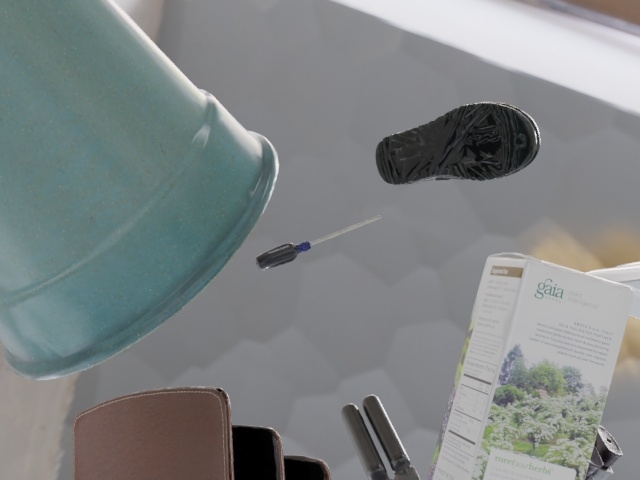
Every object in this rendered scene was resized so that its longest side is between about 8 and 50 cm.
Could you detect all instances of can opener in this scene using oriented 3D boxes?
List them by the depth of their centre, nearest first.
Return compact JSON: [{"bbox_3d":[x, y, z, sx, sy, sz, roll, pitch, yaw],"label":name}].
[{"bbox_3d":[0.105,0.356,1.716,0.076,0.283,0.095,-22,125,-4],"label":"can opener"}]

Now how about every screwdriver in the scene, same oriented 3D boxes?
[{"bbox_3d":[0.000,0.000,1.397,0.025,0.170,0.024,-154,-136,-79],"label":"screwdriver"}]

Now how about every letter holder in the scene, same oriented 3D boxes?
[{"bbox_3d":[-0.142,0.277,1.292,0.152,0.302,0.214,5,74,-43],"label":"letter holder"}]

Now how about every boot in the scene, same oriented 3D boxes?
[{"bbox_3d":[0.221,-0.127,1.458,0.207,0.246,0.094,-13,93,-45],"label":"boot"}]

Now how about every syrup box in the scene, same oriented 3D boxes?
[{"bbox_3d":[0.161,0.135,0.908,0.096,0.093,0.237,176,-71,-78],"label":"syrup box"}]

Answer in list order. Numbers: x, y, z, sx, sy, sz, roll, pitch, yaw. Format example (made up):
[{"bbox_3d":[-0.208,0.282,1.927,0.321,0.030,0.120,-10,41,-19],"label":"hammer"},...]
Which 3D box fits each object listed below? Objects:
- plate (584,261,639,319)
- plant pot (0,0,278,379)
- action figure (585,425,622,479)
[{"bbox_3d":[0.477,0.075,1.360,0.277,0.278,0.045,-13,-121,69],"label":"plate"},{"bbox_3d":[-0.270,-0.107,1.066,0.341,0.341,0.334,-53,121,-28],"label":"plant pot"},{"bbox_3d":[0.386,0.439,1.865,0.185,0.099,0.285,11,118,-35],"label":"action figure"}]
